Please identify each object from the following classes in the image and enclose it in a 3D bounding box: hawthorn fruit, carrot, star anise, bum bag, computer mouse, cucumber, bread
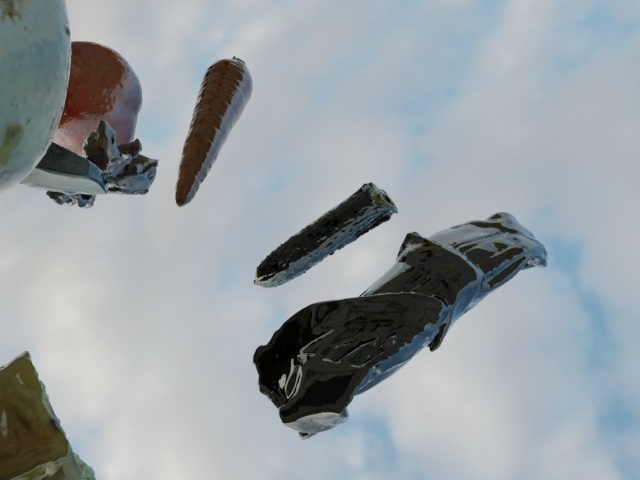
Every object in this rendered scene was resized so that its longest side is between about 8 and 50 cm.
[{"bbox_3d":[-0.573,-0.326,2.221,0.287,0.330,0.287,-10,-106,38],"label":"hawthorn fruit"},{"bbox_3d":[-0.138,-0.147,1.211,0.069,0.069,0.336,-16,-148,21],"label":"carrot"},{"bbox_3d":[-0.418,-0.123,1.842,0.198,0.257,0.111,-39,-103,-1],"label":"star anise"},{"bbox_3d":[0.066,0.052,0.799,0.326,0.080,0.142,-32,-162,-38],"label":"bum bag"},{"bbox_3d":[-0.384,-0.102,1.310,0.068,0.229,0.113,-64,-176,-9],"label":"computer mouse"},{"bbox_3d":[0.000,-0.001,1.451,0.245,0.067,0.067,-34,-139,3],"label":"cucumber"},{"bbox_3d":[-0.409,0.273,1.136,0.252,0.239,0.196,-30,-147,-15],"label":"bread"}]

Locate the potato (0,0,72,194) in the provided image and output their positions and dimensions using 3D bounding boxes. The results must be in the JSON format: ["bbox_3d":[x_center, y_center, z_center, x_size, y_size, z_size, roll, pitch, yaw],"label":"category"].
[{"bbox_3d":[-0.287,-0.162,0.671,0.218,0.202,0.351,-17,-133,17],"label":"potato"}]
